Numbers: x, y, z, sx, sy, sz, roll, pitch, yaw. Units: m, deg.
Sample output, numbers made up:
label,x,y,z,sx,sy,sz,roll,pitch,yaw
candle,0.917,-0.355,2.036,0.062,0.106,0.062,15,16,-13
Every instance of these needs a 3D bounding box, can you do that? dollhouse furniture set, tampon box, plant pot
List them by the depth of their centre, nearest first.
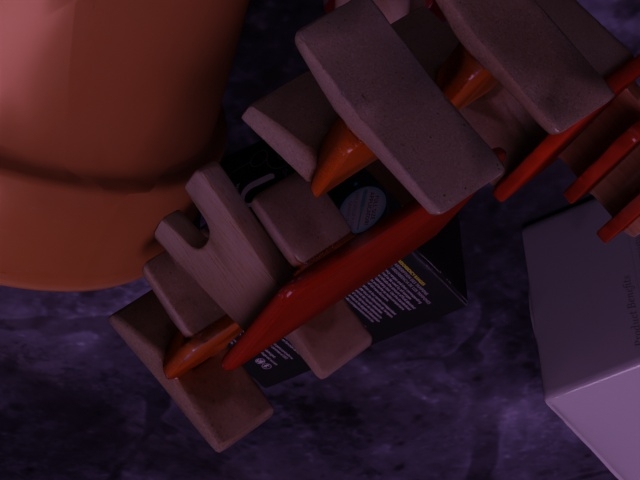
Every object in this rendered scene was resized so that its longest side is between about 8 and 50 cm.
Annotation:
label,x,y,z,sx,sy,sz,roll,pitch,yaw
dollhouse furniture set,0.057,-0.017,0.786,0.135,0.259,0.262,51,144,8
plant pot,-0.150,-0.143,0.814,0.291,0.291,0.203,21,118,-24
tampon box,0.000,0.000,1.085,0.161,0.120,0.101,-24,136,23

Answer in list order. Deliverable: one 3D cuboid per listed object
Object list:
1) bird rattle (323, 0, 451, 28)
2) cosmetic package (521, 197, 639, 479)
label,x,y,z,sx,sy,sz,roll,pitch,yaw
bird rattle,0.036,-0.175,0.834,0.143,0.207,0.253,20,128,2
cosmetic package,0.257,0.053,1.134,0.184,0.151,0.151,-23,136,24
